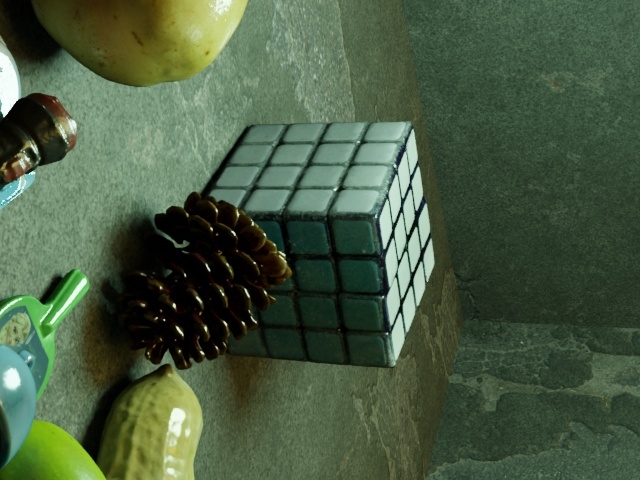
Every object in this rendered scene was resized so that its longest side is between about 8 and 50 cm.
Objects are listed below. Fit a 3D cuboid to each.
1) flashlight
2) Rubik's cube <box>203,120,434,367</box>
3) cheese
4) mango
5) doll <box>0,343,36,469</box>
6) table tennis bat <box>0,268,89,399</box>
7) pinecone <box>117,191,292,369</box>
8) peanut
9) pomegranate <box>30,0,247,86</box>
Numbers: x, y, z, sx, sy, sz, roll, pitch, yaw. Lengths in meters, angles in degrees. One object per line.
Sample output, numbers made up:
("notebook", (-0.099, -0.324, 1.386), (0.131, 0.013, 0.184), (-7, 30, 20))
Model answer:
("flashlight", (-0.386, -0.081, 1.282), (0.232, 0.093, 0.093), (-45, 136, -36))
("Rubik's cube", (0.000, 0.000, 2.079), (0.344, 0.344, 0.337), (-65, 149, -51))
("cheese", (-0.405, -0.157, 1.361), (0.135, 0.052, 0.245), (-53, 143, -54))
("mango", (-0.303, 0.365, 1.332), (0.156, 0.343, 0.192), (-26, 154, -27))
("doll", (-0.420, 0.214, 1.215), (0.314, 0.141, 0.177), (-42, 159, -48))
("table tennis bat", (-0.380, 0.127, 1.478), (0.257, 0.039, 0.160), (-61, 148, -48))
("pinecone", (-0.196, 0.069, 1.725), (0.292, 0.246, 0.246), (-51, 140, -37))
("peanut", (-0.255, 0.339, 1.660), (0.174, 0.158, 0.340), (31, 57, -47))
("pomegranate", (-0.243, -0.354, 1.460), (0.319, 0.319, 0.319), (1, 90, -70))
